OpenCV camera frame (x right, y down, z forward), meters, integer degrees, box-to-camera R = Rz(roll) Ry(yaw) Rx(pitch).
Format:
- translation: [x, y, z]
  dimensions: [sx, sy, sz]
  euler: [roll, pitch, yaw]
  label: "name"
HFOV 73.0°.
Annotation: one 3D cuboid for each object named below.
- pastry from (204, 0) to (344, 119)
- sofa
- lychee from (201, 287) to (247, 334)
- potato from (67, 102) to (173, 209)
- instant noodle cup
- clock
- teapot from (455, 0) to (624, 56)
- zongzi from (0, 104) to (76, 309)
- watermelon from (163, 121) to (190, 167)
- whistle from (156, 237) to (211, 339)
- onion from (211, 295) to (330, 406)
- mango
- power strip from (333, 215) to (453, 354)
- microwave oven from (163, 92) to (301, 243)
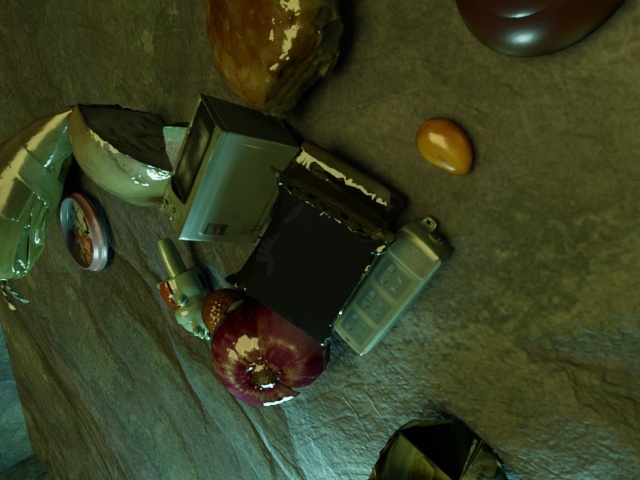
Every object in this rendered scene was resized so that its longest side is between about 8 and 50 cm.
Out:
- translation: [-0.072, -0.327, 0.636]
  dimensions: [0.257, 0.120, 0.236]
  euler: [-43, 73, 48]
  label: "pastry"
- translation: [0.000, 0.000, 0.683]
  dimensions: [0.200, 0.182, 0.258]
  euler: [32, 122, 8]
  label: "sofa"
- translation: [-0.195, 0.152, 0.918]
  dimensions: [0.101, 0.140, 0.114]
  euler: [-35, 57, 5]
  label: "lychee"
- translation: [-0.429, -0.138, 0.946]
  dimensions: [0.264, 0.189, 0.211]
  euler: [-43, 77, 40]
  label: "potato"
- translation: [0.157, 0.412, 0.639]
  dimensions: [0.240, 0.240, 0.178]
  euler: [41, 135, 22]
  label: "instant noodle cup"
- translation: [-0.711, -0.024, 1.305]
  dimensions: [0.244, 0.056, 0.244]
  euler: [15, 113, 38]
  label: "clock"
- translation: [0.192, -0.280, 0.427]
  dimensions: [0.252, 0.135, 0.178]
  euler: [14, 109, 35]
  label: "teapot"
- translation: [-0.823, -0.087, 1.179]
  dimensions: [0.467, 0.218, 0.500]
  euler: [-19, 64, 42]
  label: "zongzi"
- translation: [-0.218, -0.111, 0.859]
  dimensions: [0.154, 0.094, 0.241]
  euler: [14, 121, 5]
  label: "watermelon"
- translation: [-0.306, 0.113, 0.983]
  dimensions: [0.101, 0.105, 0.253]
  euler: [-5, 109, 64]
  label: "whistle"
- translation: [-0.096, 0.180, 0.774]
  dimensions: [0.207, 0.200, 0.201]
  euler: [-9, 99, 38]
  label: "onion"
- translation: [0.163, -0.121, 0.563]
  dimensions: [0.089, 0.046, 0.060]
  euler: [50, 132, -1]
  label: "mango"
- translation: [0.103, 0.081, 0.672]
  dimensions: [0.078, 0.052, 0.272]
  euler: [44, 127, 19]
  label: "power strip"
- translation: [-0.153, -0.112, 0.716]
  dimensions: [0.205, 0.163, 0.129]
  euler: [-58, 48, 29]
  label: "microwave oven"
